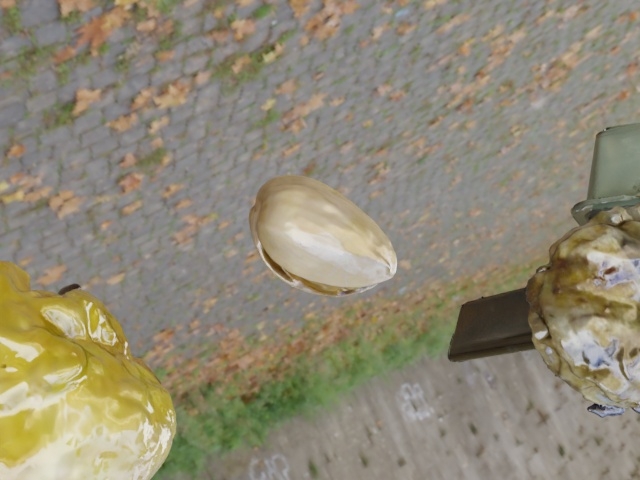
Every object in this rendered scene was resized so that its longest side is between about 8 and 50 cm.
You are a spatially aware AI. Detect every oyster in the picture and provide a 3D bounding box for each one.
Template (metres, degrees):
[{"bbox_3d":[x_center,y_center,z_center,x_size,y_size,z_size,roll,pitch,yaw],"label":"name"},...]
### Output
[{"bbox_3d":[0.284,0.005,0.576,0.345,0.129,0.079,-21,157,-19],"label":"oyster"}]

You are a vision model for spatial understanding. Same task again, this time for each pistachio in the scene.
[{"bbox_3d":[0.000,0.000,1.272,0.157,0.229,0.157,-59,-173,11],"label":"pistachio"}]

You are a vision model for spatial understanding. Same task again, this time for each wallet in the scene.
[{"bbox_3d":[0.284,0.127,1.327,0.198,0.031,0.110,-21,-139,47],"label":"wallet"}]

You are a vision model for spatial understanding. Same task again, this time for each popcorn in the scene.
[{"bbox_3d":[-0.204,0.109,0.579,0.190,0.191,0.253,-14,158,33],"label":"popcorn"}]

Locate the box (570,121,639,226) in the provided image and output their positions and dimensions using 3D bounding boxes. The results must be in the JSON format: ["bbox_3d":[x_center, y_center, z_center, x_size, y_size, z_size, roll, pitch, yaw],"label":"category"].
[{"bbox_3d":[0.399,-0.005,0.891,0.220,0.166,0.290,-5,158,33],"label":"box"}]
